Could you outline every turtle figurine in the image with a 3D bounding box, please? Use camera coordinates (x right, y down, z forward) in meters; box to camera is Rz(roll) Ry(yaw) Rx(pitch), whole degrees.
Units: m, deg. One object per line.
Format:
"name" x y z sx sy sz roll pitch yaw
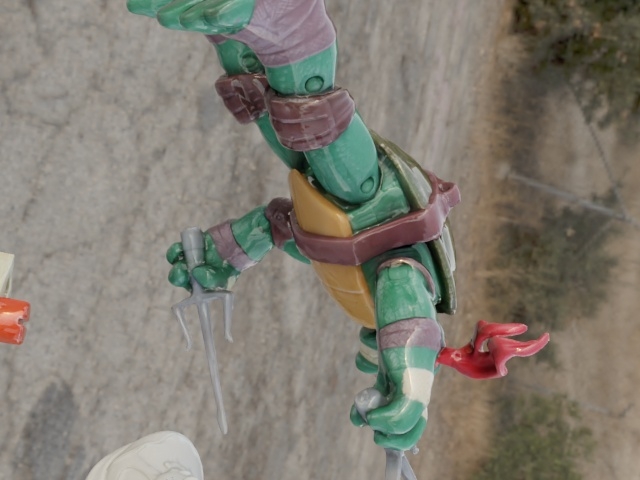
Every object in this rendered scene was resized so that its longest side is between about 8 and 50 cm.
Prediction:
"turtle figurine" 0.000 0.000 0.419 0.118 0.175 0.234 -34 116 -28

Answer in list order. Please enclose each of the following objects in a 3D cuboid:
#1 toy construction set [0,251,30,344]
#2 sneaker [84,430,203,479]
"toy construction set" -0.345 0.085 0.601 0.215 0.328 0.151 -108 -165 -73
"sneaker" -0.075 0.172 0.555 0.090 0.115 0.232 59 10 -18
